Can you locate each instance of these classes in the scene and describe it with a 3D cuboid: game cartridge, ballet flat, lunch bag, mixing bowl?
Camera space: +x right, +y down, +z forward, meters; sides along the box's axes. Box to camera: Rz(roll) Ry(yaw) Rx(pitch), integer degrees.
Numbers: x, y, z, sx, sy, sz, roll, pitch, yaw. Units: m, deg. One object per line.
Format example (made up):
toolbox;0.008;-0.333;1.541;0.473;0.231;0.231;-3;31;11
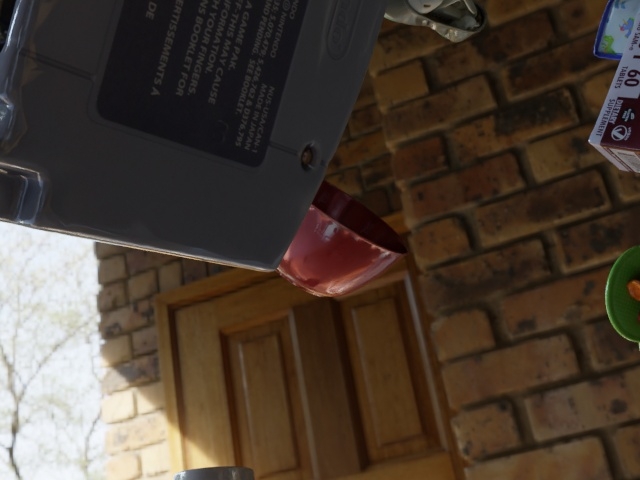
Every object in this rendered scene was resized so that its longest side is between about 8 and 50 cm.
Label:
game cartridge;-0.039;-0.138;0.377;0.060;0.294;0.196;17;1;41
ballet flat;0.143;-0.310;1.123;0.068;0.072;0.213;-17;-14;39
lunch bag;0.384;-0.276;0.976;0.129;0.096;0.151;-26;-49;-49
mixing bowl;0.000;0.000;0.998;0.181;0.181;0.098;19;-70;-46

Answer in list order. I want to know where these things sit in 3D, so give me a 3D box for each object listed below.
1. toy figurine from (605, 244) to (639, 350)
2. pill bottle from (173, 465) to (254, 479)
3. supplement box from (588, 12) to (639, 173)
toy figurine;0.470;0.094;1.098;0.130;0.173;0.159;-29;16;-23
pill bottle;-0.124;0.388;1.038;0.121;0.221;0.121;-4;-23;-2
supplement box;0.357;-0.107;0.706;0.239;0.130;0.073;17;-6;45
